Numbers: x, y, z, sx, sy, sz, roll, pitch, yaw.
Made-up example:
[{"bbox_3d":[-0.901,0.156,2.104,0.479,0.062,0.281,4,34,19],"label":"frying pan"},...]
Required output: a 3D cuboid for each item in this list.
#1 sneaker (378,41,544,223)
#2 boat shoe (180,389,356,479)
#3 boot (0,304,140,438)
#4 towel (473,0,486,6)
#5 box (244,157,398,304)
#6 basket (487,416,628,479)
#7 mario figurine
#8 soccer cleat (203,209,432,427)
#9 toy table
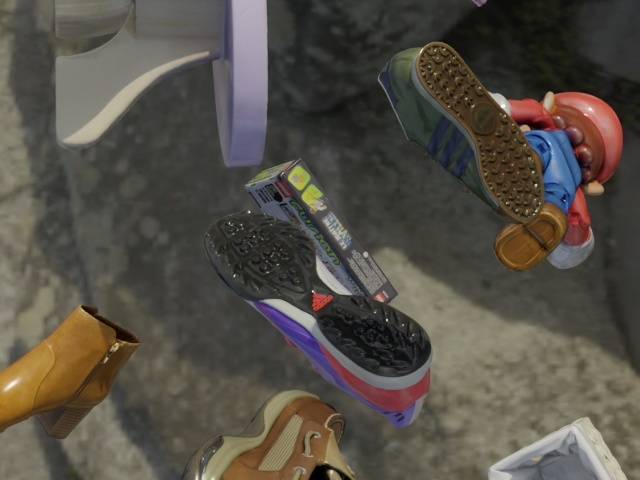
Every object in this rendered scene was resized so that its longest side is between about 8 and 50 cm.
[{"bbox_3d":[0.122,-0.095,1.368,0.064,0.192,0.086,-48,24,-23],"label":"sneaker"},{"bbox_3d":[-0.032,0.230,1.418,0.120,0.324,0.122,22,105,15],"label":"boat shoe"},{"bbox_3d":[-0.412,0.178,2.227,0.104,0.295,0.211,44,104,36],"label":"boot"},{"bbox_3d":[0.177,-0.350,1.573,0.144,0.029,0.197,43,123,-6],"label":"towel"},{"bbox_3d":[0.000,0.000,1.866,0.207,0.036,0.114,54,156,-12],"label":"box"},{"bbox_3d":[0.264,0.275,1.578,0.113,0.103,0.167,-31,86,19],"label":"basket"},{"bbox_3d":[0.215,-0.061,1.634,0.170,0.320,0.198,15,109,16],"label":"mario figurine"},{"bbox_3d":[-0.010,0.082,1.629,0.318,0.109,0.116,35,146,32],"label":"soccer cleat"},{"bbox_3d":[-0.132,-0.196,1.221,0.252,0.161,0.274,118,149,-71],"label":"toy table"}]
